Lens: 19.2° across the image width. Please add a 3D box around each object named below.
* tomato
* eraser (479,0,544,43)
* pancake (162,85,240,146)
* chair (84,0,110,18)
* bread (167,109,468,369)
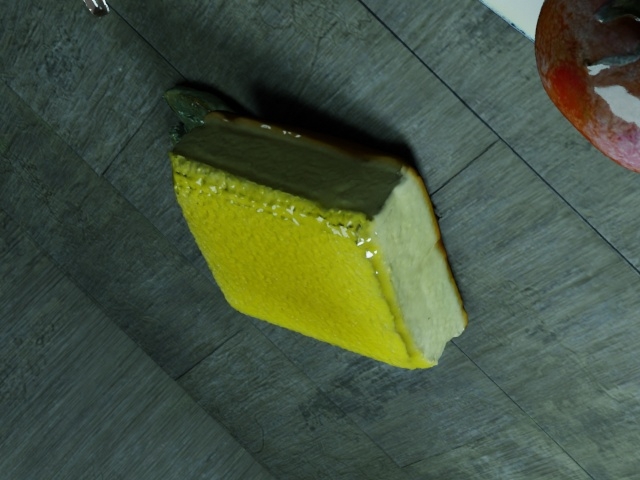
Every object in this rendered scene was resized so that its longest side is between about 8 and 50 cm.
[{"bbox_3d":[0.297,-0.162,1.602,0.232,0.232,0.188,31,176,26],"label":"tomato"},{"bbox_3d":[0.212,-0.246,1.820,0.104,0.023,0.150,38,156,2],"label":"eraser"},{"bbox_3d":[-0.118,-0.110,2.571,0.254,0.037,0.253,35,157,18],"label":"pancake"},{"bbox_3d":[-0.309,-0.443,2.140,0.183,0.175,0.326,32,162,45],"label":"chair"},{"bbox_3d":[0.000,0.000,2.394,0.333,0.143,0.323,19,149,29],"label":"bread"}]
